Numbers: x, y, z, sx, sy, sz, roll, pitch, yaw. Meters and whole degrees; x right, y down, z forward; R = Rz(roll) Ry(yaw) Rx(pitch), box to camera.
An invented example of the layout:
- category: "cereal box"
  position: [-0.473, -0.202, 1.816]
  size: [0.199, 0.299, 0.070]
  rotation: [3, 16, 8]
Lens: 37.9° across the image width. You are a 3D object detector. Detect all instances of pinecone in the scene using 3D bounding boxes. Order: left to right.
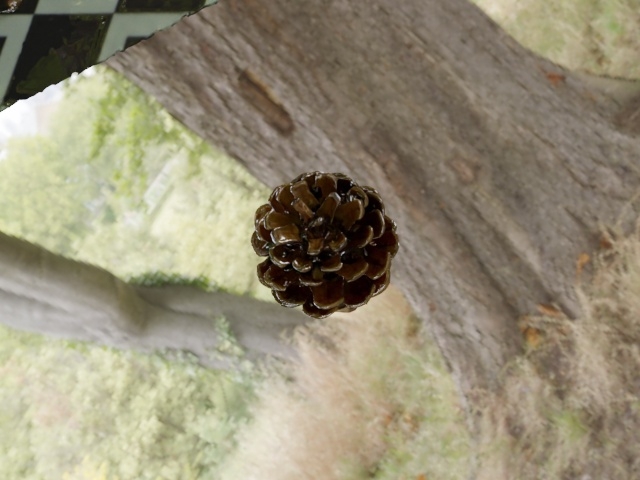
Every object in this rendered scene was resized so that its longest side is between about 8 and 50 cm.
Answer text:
- category: "pinecone"
  position: [0.000, 0.000, 1.218]
  size: [0.208, 0.208, 0.207]
  rotation: [-45, 21, 23]

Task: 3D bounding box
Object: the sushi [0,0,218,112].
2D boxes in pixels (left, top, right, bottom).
- category: "sushi"
  position: [-0.208, -0.205, 0.547]
  size: [0.292, 0.059, 0.294]
  rotation: [-21, 64, 16]
